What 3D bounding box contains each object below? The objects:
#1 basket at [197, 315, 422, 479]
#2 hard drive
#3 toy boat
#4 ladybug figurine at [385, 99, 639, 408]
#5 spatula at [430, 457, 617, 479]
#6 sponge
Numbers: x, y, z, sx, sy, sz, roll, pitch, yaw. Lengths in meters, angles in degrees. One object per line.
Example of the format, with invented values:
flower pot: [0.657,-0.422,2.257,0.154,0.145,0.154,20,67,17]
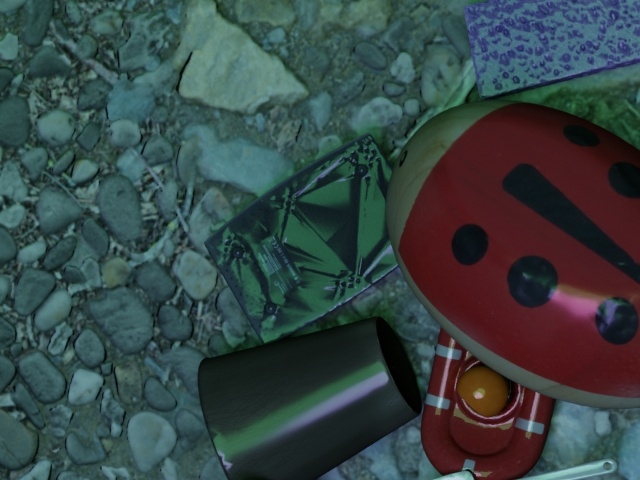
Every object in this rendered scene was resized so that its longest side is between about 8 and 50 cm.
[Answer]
basket: [-0.007,0.191,1.521,0.227,0.154,0.204,-25,69,13]
hard drive: [0.000,0.000,1.578,0.255,0.054,0.172,-34,80,12]
toy boat: [0.193,0.174,1.467,0.151,0.151,0.231,12,91,16]
ladybug figurine: [0.258,-0.004,1.391,0.449,0.162,0.305,38,77,26]
spatula: [0.226,0.330,1.412,0.242,0.019,0.168,-15,70,12]
sponge: [0.284,-0.248,1.520,0.210,0.031,0.117,-12,84,16]
